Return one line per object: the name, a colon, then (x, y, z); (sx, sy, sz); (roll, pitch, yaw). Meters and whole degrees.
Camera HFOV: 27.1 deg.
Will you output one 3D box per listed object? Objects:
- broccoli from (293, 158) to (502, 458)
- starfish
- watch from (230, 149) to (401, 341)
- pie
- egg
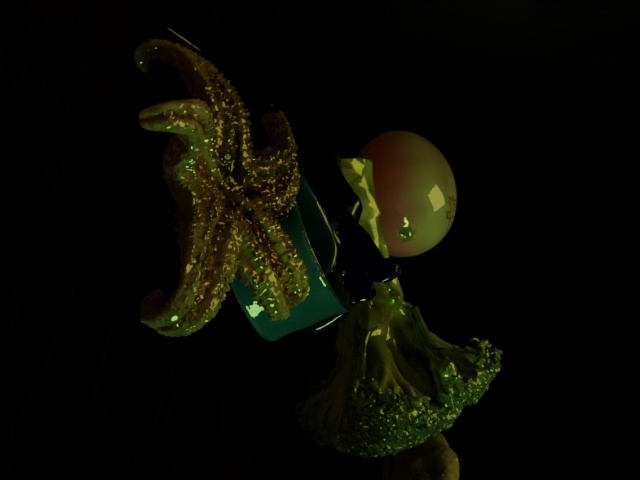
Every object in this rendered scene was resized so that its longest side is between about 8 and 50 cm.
broccoli: (0.075, 0.080, 1.593); (0.252, 0.221, 0.361); (23, -59, 52)
starfish: (-0.099, -0.059, 1.219); (0.312, 0.113, 0.303); (21, 56, -66)
watch: (-0.031, 0.006, 1.440); (0.196, 0.171, 0.200); (61, 10, 19)
pie: (0.103, 0.400, 1.654); (0.337, 0.075, 0.338); (-170, -90, -80)
egg: (0.140, -0.085, 2.295); (0.271, 0.196, 0.196); (-75, 152, -67)
